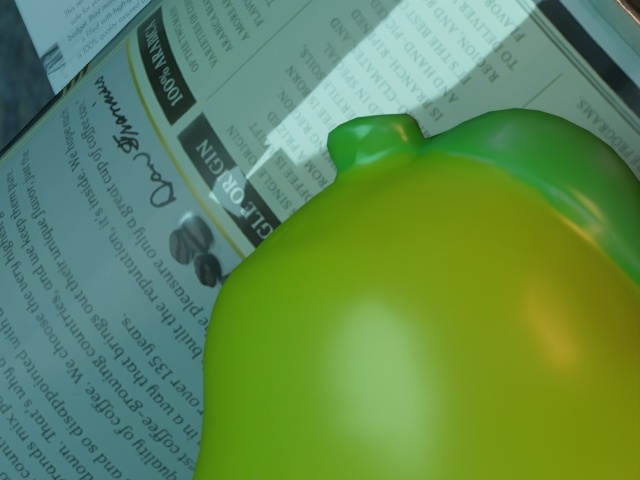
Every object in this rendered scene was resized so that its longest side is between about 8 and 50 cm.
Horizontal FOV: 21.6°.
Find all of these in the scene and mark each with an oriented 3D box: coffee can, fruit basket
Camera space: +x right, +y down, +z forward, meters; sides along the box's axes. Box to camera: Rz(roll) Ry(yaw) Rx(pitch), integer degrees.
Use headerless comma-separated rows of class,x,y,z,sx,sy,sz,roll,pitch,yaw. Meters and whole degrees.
coffee can,0.000,0.000,0.576,0.275,0.201,0.201,-42,59,18
fruit basket,0.058,0.170,0.431,0.392,0.283,0.392,-15,59,26

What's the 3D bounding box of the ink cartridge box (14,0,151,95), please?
ink cartridge box,-0.069,-0.102,0.735,0.104,0.060,0.180,-37,60,21
